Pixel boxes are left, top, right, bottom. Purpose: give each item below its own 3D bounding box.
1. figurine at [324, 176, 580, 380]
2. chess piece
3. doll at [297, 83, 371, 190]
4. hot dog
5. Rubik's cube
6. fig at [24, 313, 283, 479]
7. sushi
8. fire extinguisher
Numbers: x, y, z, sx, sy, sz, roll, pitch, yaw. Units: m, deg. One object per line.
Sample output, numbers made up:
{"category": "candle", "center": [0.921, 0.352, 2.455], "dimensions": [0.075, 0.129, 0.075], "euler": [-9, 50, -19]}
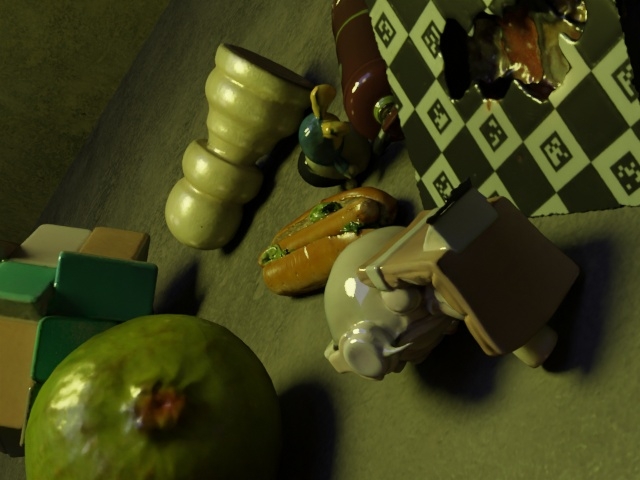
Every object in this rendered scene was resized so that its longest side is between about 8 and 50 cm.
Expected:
{"category": "figurine", "center": [0.085, 0.048, 0.720], "dimensions": [0.162, 0.141, 0.237], "euler": [-44, 9, -33]}
{"category": "chess piece", "center": [-0.139, -0.128, 1.310], "dimensions": [0.299, 0.167, 0.167], "euler": [-62, 24, 14]}
{"category": "doll", "center": [0.016, -0.111, 1.022], "dimensions": [0.179, 0.089, 0.102], "euler": [104, 147, -71]}
{"category": "hot dog", "center": [0.000, 0.000, 0.992], "dimensions": [0.249, 0.068, 0.100], "euler": [-25, 45, 55]}
{"category": "Rubik's cube", "center": [-0.428, 0.155, 1.342], "dimensions": [0.368, 0.358, 0.387], "euler": [95, -178, -54]}
{"category": "fig", "center": [-0.176, 0.232, 0.920], "dimensions": [0.326, 0.258, 0.258], "euler": [117, 163, -48]}
{"category": "sushi", "center": [0.156, -0.146, 0.731], "dimensions": [0.290, 0.050, 0.264], "euler": [-2, 108, 61]}
{"category": "fire extinguisher", "center": [0.076, -0.209, 0.991], "dimensions": [0.341, 0.105, 0.141], "euler": [-96, 22, -55]}
